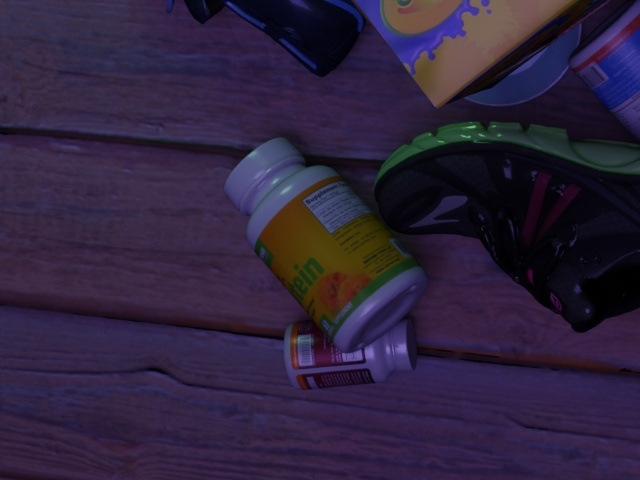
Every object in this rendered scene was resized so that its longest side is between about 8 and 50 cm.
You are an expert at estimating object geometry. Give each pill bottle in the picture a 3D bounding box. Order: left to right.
[{"bbox_3d":[0.000,0.000,1.800,0.136,0.136,0.246,-47,73,19],"label":"pill bottle"},{"bbox_3d":[0.037,0.134,1.875,0.152,0.086,0.086,-6,104,14],"label":"pill bottle"},{"bbox_3d":[0.389,-0.158,1.698,0.124,0.124,0.221,-42,94,19],"label":"pill bottle"}]

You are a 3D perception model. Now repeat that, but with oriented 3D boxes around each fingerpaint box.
[{"bbox_3d":[0.272,-0.331,1.522,0.444,0.371,0.163,-38,88,16],"label":"fingerpaint box"}]

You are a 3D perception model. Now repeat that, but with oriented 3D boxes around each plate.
[{"bbox_3d":[0.205,-0.248,1.766,0.188,0.024,0.188,3,105,11],"label":"plate"}]

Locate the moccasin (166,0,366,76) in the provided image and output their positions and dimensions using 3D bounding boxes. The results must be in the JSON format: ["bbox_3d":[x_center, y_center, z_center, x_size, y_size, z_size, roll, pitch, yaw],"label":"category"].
[{"bbox_3d":[-0.118,-0.295,1.766,0.342,0.138,0.117,30,114,4],"label":"moccasin"}]

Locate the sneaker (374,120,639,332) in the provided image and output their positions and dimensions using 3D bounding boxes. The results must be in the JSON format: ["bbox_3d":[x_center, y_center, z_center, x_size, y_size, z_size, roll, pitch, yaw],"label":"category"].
[{"bbox_3d":[0.255,-0.010,1.667,0.482,0.185,0.202,9,79,35],"label":"sneaker"}]
